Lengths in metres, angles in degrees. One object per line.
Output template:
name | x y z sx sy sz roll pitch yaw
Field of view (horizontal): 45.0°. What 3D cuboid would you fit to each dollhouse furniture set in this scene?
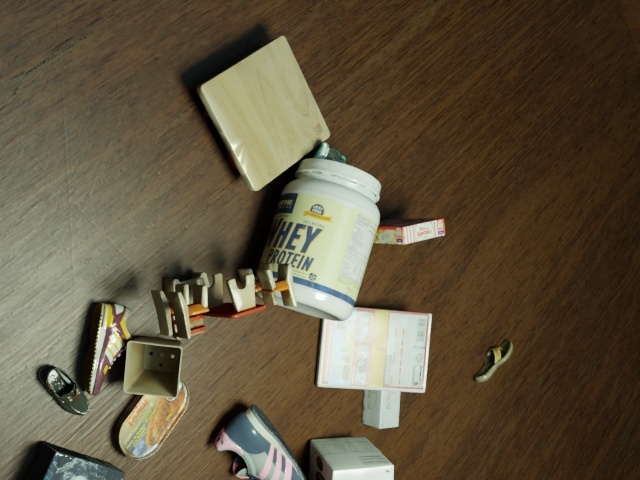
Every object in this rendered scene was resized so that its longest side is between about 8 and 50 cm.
dollhouse furniture set | -0.215 0.138 1.581 0.262 0.259 0.135 -14 97 -37

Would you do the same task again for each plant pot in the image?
plant pot | -0.331 0.248 1.574 0.109 0.096 0.109 7 100 -1

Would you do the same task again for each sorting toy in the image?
sorting toy | -0.139 -0.283 1.736 0.255 0.089 0.257 -40 116 -31

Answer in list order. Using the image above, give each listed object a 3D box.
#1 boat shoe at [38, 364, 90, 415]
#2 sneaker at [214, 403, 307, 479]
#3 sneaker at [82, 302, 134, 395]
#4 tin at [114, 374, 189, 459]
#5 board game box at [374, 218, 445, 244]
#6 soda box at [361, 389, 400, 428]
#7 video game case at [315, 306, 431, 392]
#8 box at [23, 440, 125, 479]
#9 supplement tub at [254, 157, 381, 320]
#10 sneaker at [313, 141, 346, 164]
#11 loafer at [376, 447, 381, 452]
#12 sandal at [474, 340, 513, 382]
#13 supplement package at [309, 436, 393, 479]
boat shoe | -0.493 0.296 1.503 0.049 0.042 0.133 -49 121 -29
sneaker | -0.128 0.517 1.785 0.131 0.112 0.319 -33 117 -6
sneaker | -0.418 0.219 1.541 0.084 0.070 0.185 12 85 -33
tin | -0.354 0.366 1.621 0.189 0.040 0.106 -55 126 -24
board game box | 0.192 -0.024 1.947 0.147 0.193 0.045 -12 99 -39
soda box | 0.162 0.374 2.013 0.069 0.074 0.216 4 89 -38
video game case | 0.136 0.273 1.947 0.285 0.025 0.204 6 88 -14
box | -0.487 0.489 1.482 0.158 0.093 0.156 32 72 -34
supplement tub | 0.000 0.000 1.766 0.235 0.235 0.324 26 76 -37
sneaker | 0.025 -0.189 1.835 0.076 0.166 0.065 31 99 -1
loafer | 0.089 0.542 1.977 0.148 0.056 0.050 19 81 -28
sandal | 0.515 0.354 2.313 0.180 0.072 0.049 -40 94 -26
supplement package | 0.067 0.593 1.832 0.149 0.203 0.194 0 95 -16
